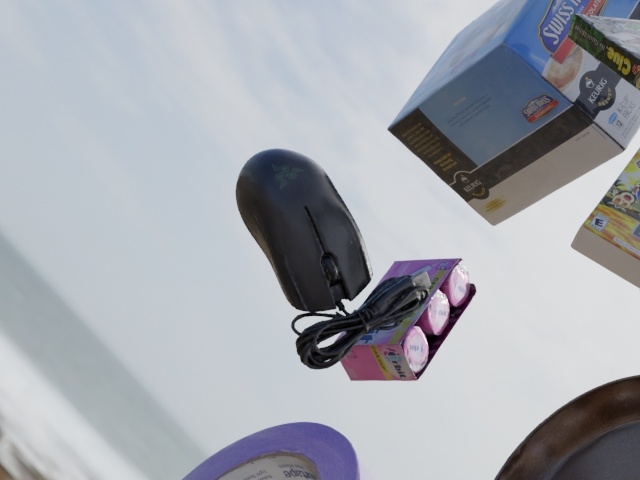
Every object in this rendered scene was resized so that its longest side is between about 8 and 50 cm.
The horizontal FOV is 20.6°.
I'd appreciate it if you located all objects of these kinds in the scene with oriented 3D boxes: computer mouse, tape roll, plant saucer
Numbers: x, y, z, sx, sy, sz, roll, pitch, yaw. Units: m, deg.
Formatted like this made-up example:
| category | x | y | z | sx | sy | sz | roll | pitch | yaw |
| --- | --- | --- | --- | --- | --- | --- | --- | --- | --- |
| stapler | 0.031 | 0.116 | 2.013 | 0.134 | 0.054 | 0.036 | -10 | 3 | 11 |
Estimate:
| category | x | y | z | sx | sy | sz | roll | pitch | yaw |
| --- | --- | --- | --- | --- | --- | --- | --- | --- | --- |
| computer mouse | 0.000 | 0.000 | 2.126 | 0.272 | 0.188 | 0.072 | 58 | -18 | 7 |
| tape roll | -0.060 | 0.309 | 1.747 | 0.090 | 0.275 | 0.275 | 55 | -10 | -26 |
| plant saucer | 0.298 | 0.275 | 1.833 | 0.050 | 0.310 | 0.310 | 46 | -6 | -28 |

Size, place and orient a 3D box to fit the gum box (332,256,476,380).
| category | x | y | z | sx | sy | sz | roll | pitch | yaw |
| --- | --- | --- | --- | --- | --- | --- | --- | --- | --- |
| gum box | 0.111 | 0.097 | 2.243 | 0.107 | 0.188 | 0.062 | -4 | -55 | 39 |

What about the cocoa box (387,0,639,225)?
| category | x | y | z | sx | sy | sz | roll | pitch | yaw |
| --- | --- | --- | --- | --- | --- | --- | --- | --- | --- |
| cocoa box | 0.302 | -0.216 | 2.493 | 0.228 | 0.231 | 0.347 | 41 | -30 | -9 |

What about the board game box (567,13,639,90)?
| category | x | y | z | sx | sy | sz | roll | pitch | yaw |
| --- | --- | --- | --- | --- | --- | --- | --- | --- | --- |
| board game box | 0.376 | -0.169 | 1.671 | 0.259 | 0.030 | 0.136 | 1 | 26 | -29 |

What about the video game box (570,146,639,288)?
| category | x | y | z | sx | sy | sz | roll | pitch | yaw |
| --- | --- | --- | --- | --- | --- | --- | --- | --- | --- |
| video game box | 0.424 | -0.005 | 2.058 | 0.205 | 0.187 | 0.048 | 32 | -43 | 12 |
